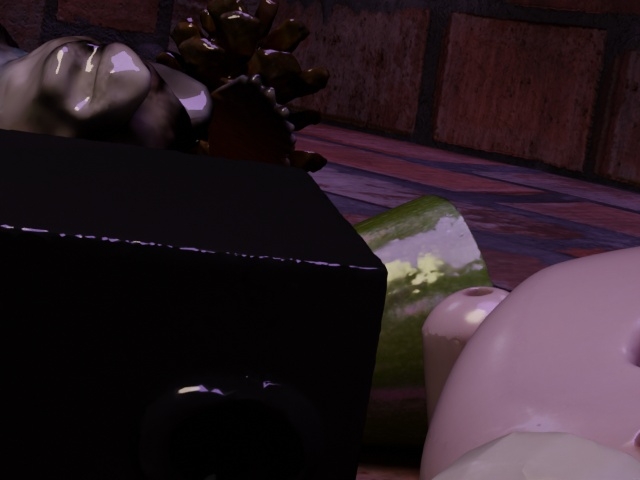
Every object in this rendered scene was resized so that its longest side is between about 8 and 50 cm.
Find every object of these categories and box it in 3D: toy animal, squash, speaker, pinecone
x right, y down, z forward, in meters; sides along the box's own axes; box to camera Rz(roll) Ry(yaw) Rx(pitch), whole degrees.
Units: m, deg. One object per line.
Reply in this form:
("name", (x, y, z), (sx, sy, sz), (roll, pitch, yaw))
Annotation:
("toy animal", (-0.187, -0.037, 0.930), (0.303, 0.194, 0.344), (25, -31, -25))
("squash", (0.044, 0.059, 0.915), (0.123, 0.170, 0.170), (-10, 15, -19))
("speaker", (-0.121, 0.055, 0.681), (0.254, 0.184, 0.232), (7, 13, -12))
("pinecone", (-0.102, -0.105, 1.473), (0.244, 0.309, 0.244), (27, -10, 5))
("toy animal", (-0.005, -0.007, 1.222), (0.284, 0.225, 0.302), (24, 10, -12))

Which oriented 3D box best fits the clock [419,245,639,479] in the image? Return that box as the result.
("clock", (0.190, 0.108, 0.565), (0.342, 0.184, 0.326), (-11, 12, 4))
